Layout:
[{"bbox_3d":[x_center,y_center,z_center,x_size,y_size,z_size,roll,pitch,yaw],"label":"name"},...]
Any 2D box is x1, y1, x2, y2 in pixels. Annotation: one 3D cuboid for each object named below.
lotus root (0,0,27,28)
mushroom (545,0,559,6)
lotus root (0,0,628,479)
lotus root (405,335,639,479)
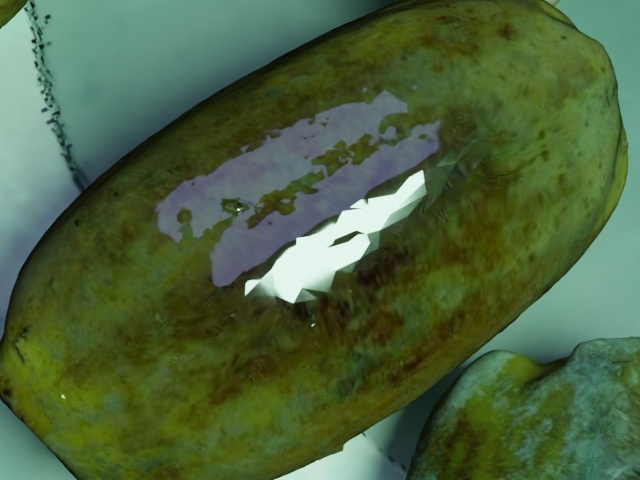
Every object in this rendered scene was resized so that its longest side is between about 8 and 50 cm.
[{"bbox_3d":[-0.165,-0.191,0.730,0.154,0.154,0.278,0,55,-2],"label":"lotus root"},{"bbox_3d":[0.132,-0.200,0.693,0.290,0.292,0.292,-42,70,-2],"label":"mushroom"},{"bbox_3d":[0.000,0.000,0.644,0.241,0.123,0.124,-34,90,-13],"label":"lotus root"},{"bbox_3d":[0.076,0.117,0.610,0.113,0.088,0.192,-5,56,26],"label":"lotus root"}]
